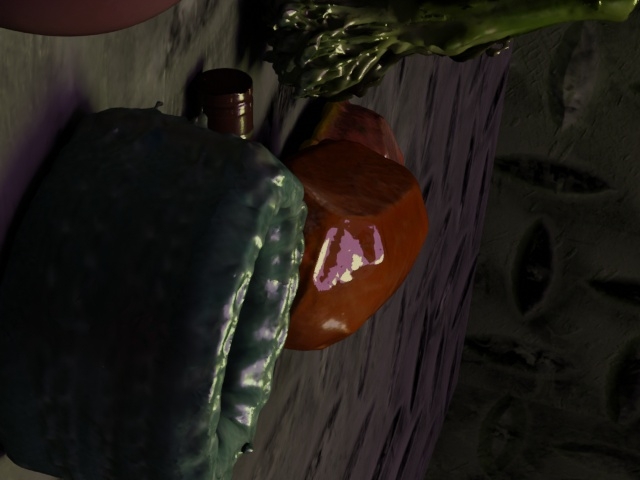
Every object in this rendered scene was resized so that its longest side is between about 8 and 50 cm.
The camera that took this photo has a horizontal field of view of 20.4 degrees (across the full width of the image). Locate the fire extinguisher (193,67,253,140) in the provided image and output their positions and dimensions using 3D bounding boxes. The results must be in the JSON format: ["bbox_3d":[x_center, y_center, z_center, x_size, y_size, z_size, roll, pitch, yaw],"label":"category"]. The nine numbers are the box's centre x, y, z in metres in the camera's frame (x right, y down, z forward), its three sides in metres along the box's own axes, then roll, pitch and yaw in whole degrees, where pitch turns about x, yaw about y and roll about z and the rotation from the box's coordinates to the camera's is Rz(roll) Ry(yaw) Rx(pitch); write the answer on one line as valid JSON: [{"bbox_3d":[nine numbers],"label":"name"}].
[{"bbox_3d":[-0.078,-0.048,1.337,0.078,0.045,0.157,-16,126,-25],"label":"fire extinguisher"}]

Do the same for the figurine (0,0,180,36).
[{"bbox_3d":[-0.108,-0.160,0.715,0.173,0.173,0.173,14,90,-80],"label":"figurine"}]

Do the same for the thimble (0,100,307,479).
[{"bbox_3d":[-0.099,0.036,1.074,0.198,0.143,0.235,-10,112,-79],"label":"thimble"}]

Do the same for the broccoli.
[{"bbox_3d":[0.102,-0.196,1.421,0.145,0.304,0.165,54,34,-76],"label":"broccoli"}]

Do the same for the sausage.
[{"bbox_3d":[-0.001,0.001,1.519,0.141,0.153,0.268,-66,171,19],"label":"sausage"}]

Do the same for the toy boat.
[{"bbox_3d":[0.032,-0.076,1.790,0.318,0.099,0.141,-12,88,-79],"label":"toy boat"}]
